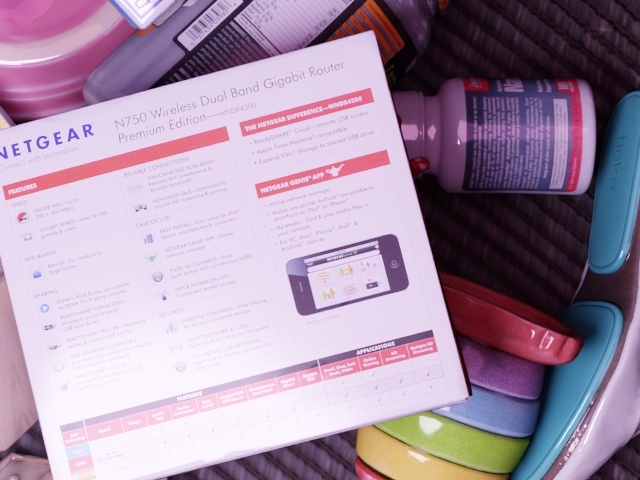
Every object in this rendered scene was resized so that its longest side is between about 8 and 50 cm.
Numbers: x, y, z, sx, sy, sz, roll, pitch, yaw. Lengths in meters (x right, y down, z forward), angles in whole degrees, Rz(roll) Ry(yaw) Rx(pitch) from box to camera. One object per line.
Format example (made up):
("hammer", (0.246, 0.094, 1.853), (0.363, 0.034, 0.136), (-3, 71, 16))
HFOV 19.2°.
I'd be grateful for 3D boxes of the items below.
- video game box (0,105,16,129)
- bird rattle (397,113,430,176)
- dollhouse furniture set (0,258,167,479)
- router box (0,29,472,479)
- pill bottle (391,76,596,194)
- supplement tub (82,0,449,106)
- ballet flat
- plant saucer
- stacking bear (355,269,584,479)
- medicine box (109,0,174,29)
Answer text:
("video game box", (-0.342, -0.043, 1.678), (0.187, 0.048, 0.205), (-36, 106, 4))
("bird rattle", (0.000, 0.000, 1.651), (0.143, 0.207, 0.253), (26, 85, 14))
("dollhouse furniture set", (-0.237, 0.148, 1.596), (0.161, 0.212, 0.242), (5, 119, 26))
("router box", (-0.076, 0.022, 1.506), (0.335, 0.082, 0.301), (-14, 84, 4))
("pill bottle", (0.152, -0.095, 1.713), (0.180, 0.108, 0.108), (0, 85, -3))
("supplement tub", (-0.038, -0.170, 1.669), (0.316, 0.193, 0.193), (-43, 88, -6))
("ballet flat", (0.288, 0.061, 1.705), (0.139, 0.139, 0.400), (17, 83, -1))
("plant saucer", (-0.273, -0.275, 1.723), (0.332, 0.084, 0.332), (0, 85, -3))
("stacking bear", (0.099, 0.183, 1.663), (0.175, 0.164, 0.289), (23, 95, 10))
("medicine box", (-0.138, -0.370, 1.581), (0.289, 0.149, 0.263), (-42, 103, 2))
